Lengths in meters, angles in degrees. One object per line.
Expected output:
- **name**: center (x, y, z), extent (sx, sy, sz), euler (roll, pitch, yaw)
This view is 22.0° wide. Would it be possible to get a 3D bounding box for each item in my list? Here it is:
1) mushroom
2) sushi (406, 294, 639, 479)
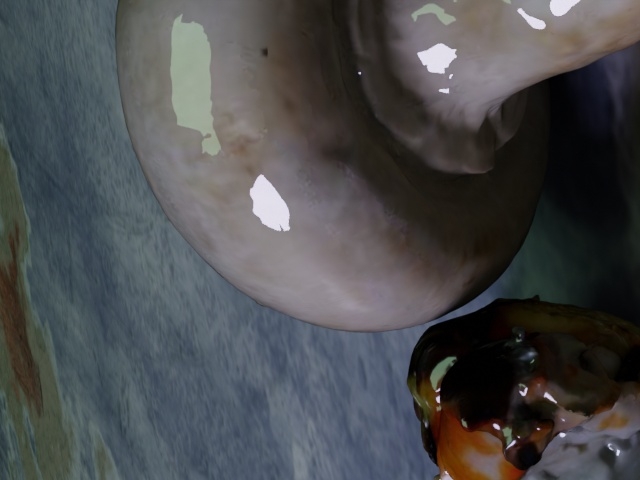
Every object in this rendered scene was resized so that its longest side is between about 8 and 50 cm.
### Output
- **mushroom**: center (0.033, -0.078, 0.598), extent (0.206, 0.209, 0.206), euler (-21, -90, -83)
- **sushi**: center (0.085, 0.067, 0.603), extent (0.226, 0.097, 0.103), euler (-91, -14, -89)
